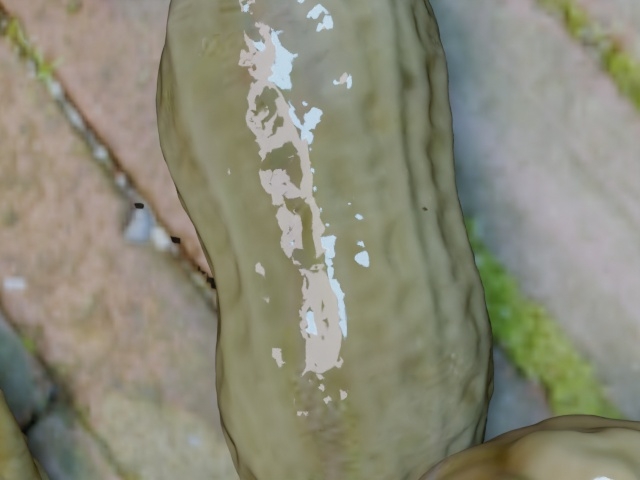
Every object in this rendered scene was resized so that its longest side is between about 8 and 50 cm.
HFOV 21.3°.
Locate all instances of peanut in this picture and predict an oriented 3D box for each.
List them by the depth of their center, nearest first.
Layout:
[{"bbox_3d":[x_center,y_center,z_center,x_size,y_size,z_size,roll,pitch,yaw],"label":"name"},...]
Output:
[{"bbox_3d":[0.000,0.000,0.528,0.098,0.090,0.214,-12,88,38],"label":"peanut"}]

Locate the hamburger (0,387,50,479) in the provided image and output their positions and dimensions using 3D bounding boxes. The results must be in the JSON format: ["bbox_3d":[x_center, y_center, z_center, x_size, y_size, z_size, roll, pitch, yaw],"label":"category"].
[{"bbox_3d":[-0.199,0.073,0.629,0.207,0.135,0.155,9,101,27],"label":"hamburger"}]

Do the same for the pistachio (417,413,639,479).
[{"bbox_3d":[0.097,0.139,0.472,0.200,0.117,0.145,54,133,0],"label":"pistachio"}]
